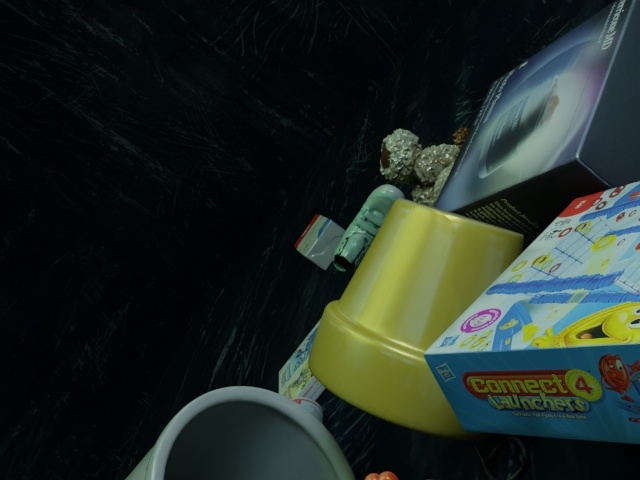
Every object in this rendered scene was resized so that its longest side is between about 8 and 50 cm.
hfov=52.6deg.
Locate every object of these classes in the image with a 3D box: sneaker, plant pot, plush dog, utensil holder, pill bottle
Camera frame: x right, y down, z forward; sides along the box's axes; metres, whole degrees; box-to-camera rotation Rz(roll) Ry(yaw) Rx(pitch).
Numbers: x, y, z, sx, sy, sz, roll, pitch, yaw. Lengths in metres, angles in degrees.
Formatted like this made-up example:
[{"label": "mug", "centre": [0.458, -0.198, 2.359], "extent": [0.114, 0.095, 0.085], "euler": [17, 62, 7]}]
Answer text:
[{"label": "sneaker", "centre": [0.116, -0.017, 1.578], "extent": [0.256, 0.094, 0.151], "euler": [-56, 3, 48]}, {"label": "plant pot", "centre": [0.136, 0.081, 0.811], "extent": [0.254, 0.254, 0.238], "euler": [-134, 60, -76]}, {"label": "plush dog", "centre": [0.248, -0.081, 1.128], "extent": [0.211, 0.262, 0.225], "euler": [-17, 13, -23]}, {"label": "utensil holder", "centre": [-0.174, 0.460, 0.983], "extent": [0.385, 0.328, 0.327], "euler": [-50, 14, 35]}, {"label": "pill bottle", "centre": [-0.040, 0.373, 1.209], "extent": [0.087, 0.087, 0.160], "euler": [-51, 14, 20]}]

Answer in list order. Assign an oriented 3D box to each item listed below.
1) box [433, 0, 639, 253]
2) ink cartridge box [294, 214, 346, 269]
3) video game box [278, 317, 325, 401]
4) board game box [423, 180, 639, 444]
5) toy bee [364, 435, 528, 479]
[{"label": "box", "centre": [0.341, -0.130, 0.887], "extent": [0.296, 0.183, 0.294], "euler": [-62, 16, -24]}, {"label": "ink cartridge box", "centre": [0.000, 0.000, 1.983], "extent": [0.134, 0.078, 0.231], "euler": [-55, 13, 0]}, {"label": "video game box", "centre": [-0.026, 0.289, 1.455], "extent": [0.187, 0.048, 0.205], "euler": [-55, 13, 13]}, {"label": "board game box", "centre": [0.291, 0.034, 0.531], "extent": [0.308, 0.086, 0.302], "euler": [-36, 10, -35]}, {"label": "toy bee", "centre": [0.102, 0.323, 0.680], "extent": [0.195, 0.162, 0.298], "euler": [-49, 15, 33]}]
